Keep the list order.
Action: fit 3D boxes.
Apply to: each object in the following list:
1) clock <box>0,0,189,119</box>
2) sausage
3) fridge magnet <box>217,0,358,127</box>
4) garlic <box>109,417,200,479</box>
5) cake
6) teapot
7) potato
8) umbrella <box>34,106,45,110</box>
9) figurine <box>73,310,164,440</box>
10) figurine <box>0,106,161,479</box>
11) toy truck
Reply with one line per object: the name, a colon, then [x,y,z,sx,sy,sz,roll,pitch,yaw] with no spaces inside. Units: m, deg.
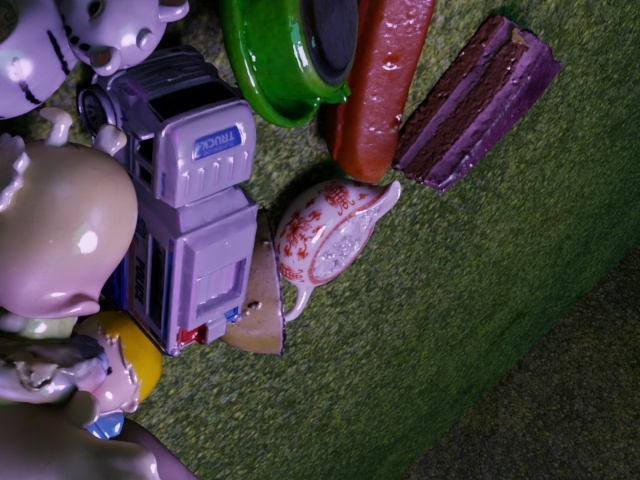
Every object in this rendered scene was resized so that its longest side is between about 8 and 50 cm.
clock: [-0.189,-0.143,0.539,0.176,0.117,0.080,-40,152,-16]
sausage: [0.064,-0.203,0.869,0.102,0.102,0.330,-30,147,-34]
fridge magnet: [-0.026,-0.203,0.673,0.208,0.088,0.207,2,90,-67]
garlic: [-0.252,0.367,0.951,0.231,0.245,0.340,-40,-163,-21]
cake: [0.220,-0.200,1.093,0.295,0.116,0.113,-48,150,-7]
teapot: [0.000,0.000,1.028,0.245,0.116,0.159,-60,164,16]
potato: [-0.109,0.057,0.922,0.117,0.182,0.202,-10,177,-10]
umbrella: [-0.264,-0.107,0.582,0.149,0.022,0.022,-3,102,-55]
figurine: [-0.267,0.137,0.809,0.234,0.127,0.185,-35,135,-7]
figurine: [-0.214,0.098,0.596,0.227,0.275,0.394,5,103,-60]
toy truck: [-0.134,-0.033,0.725,0.124,0.155,0.267,-27,146,-36]
